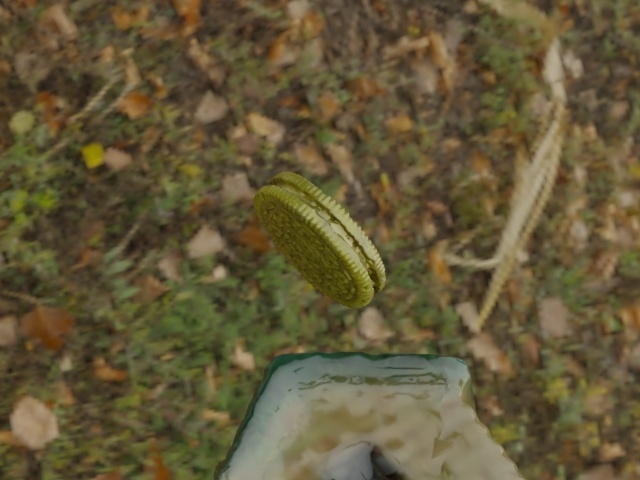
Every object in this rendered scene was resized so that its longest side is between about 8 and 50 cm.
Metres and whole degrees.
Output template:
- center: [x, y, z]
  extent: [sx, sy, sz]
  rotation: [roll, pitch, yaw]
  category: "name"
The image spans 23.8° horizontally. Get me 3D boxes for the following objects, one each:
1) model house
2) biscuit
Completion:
- center: [0.033, 0.275, 1.137]
  extent: [0.334, 0.382, 0.342]
  rotation: [-29, 58, -12]
  category: "model house"
- center: [0.000, 0.000, 0.796]
  extent: [0.023, 0.084, 0.084]
  rotation: [-44, 113, -17]
  category: "biscuit"
